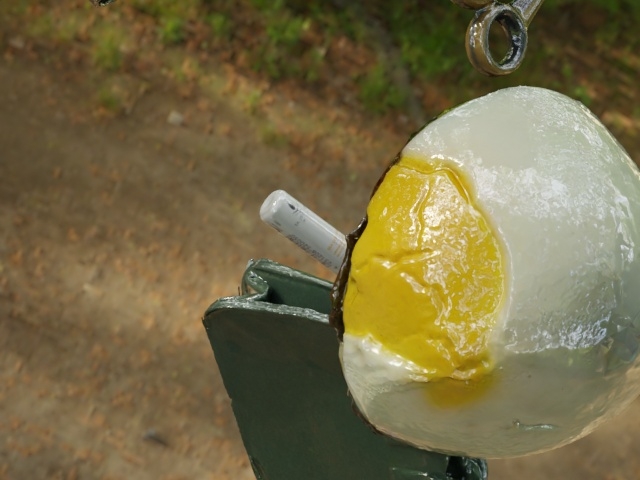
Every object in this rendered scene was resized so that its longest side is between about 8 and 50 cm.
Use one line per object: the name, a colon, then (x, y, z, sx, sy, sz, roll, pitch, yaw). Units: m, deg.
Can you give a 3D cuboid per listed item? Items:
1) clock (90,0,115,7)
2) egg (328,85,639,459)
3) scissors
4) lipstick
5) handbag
clock: (-0.204, -0.339, 1.887, 0.040, 0.184, 0.184, 49, 37, -3)
egg: (0.182, 0.053, 1.352, 0.337, 0.337, 0.201, -1, 20, -35)
scissors: (0.149, -0.179, 1.024, 0.220, 0.017, 0.088, -37, 111, -40)
lipstick: (0.000, 0.000, 1.700, 0.141, 0.040, 0.040, 35, 33, -19)
handbag: (0.027, 0.154, 1.561, 0.260, 0.247, 0.079, 11, 39, 35)
